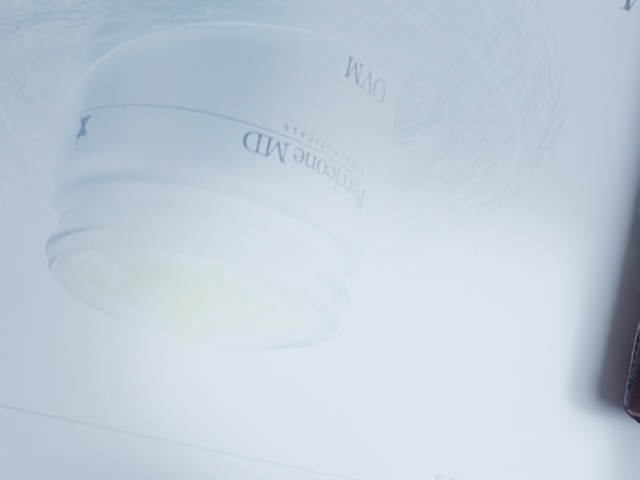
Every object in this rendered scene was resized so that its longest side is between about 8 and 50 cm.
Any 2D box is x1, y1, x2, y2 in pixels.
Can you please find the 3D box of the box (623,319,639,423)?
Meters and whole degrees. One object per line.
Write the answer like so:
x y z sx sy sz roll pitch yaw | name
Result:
0.219 -0.006 0.386 0.203 0.167 0.168 8 173 45 | box

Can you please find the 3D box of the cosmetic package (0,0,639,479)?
-0.011 -0.022 0.456 0.224 0.224 0.138 14 175 -16 | cosmetic package
